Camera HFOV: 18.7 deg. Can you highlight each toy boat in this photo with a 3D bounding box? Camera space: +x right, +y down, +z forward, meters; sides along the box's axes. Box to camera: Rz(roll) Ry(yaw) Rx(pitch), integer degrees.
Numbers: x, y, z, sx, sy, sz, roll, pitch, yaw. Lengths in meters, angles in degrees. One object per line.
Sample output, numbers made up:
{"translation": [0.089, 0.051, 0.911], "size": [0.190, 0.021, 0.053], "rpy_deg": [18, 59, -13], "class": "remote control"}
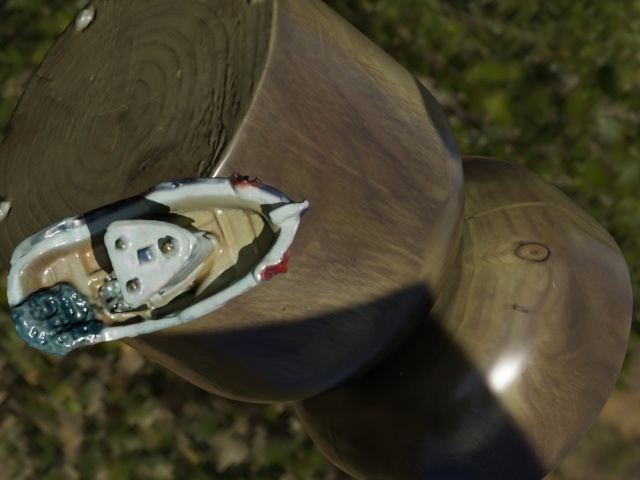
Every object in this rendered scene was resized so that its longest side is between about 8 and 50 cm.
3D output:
{"translation": [-0.040, 0.004, 0.478], "size": [0.083, 0.038, 0.038], "rpy_deg": [-19, 180, 14], "class": "toy boat"}

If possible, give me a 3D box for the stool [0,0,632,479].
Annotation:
{"translation": [0.000, 0.000, 0.911], "size": [0.179, 0.179, 0.264], "rpy_deg": [-47, 129, 12], "class": "stool"}
